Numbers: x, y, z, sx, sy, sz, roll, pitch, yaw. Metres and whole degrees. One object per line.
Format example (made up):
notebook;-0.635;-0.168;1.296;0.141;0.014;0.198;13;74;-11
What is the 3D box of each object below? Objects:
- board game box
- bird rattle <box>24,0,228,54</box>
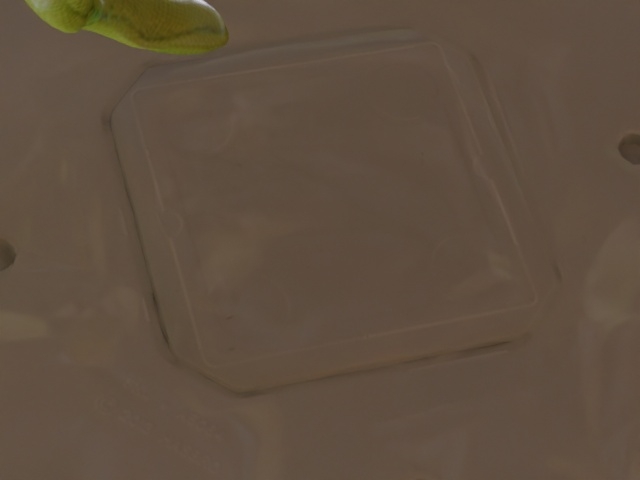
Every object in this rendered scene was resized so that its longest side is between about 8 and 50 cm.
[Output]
board game box;0.000;0.000;0.555;0.390;0.050;0.390;29;-122;11
bird rattle;-0.127;-0.031;0.297;0.143;0.207;0.253;51;-156;-7
